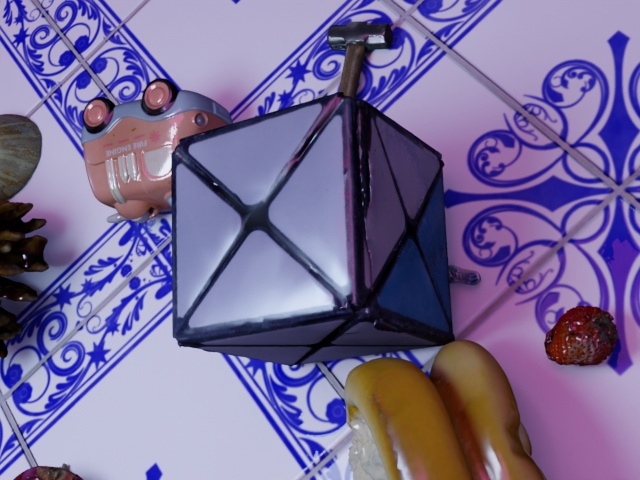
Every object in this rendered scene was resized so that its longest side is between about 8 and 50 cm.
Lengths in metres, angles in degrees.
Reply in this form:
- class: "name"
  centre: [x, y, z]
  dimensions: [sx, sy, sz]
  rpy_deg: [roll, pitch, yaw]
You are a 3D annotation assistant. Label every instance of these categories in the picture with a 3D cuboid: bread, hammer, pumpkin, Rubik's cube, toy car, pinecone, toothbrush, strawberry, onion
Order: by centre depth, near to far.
- class: "bread"
  centre: [0.164, 0.346, 1.045]
  dimensions: [0.245, 0.329, 0.424]
  rpy_deg: [-6, 59, -23]
- class: "strawberry"
  centre: [0.346, 0.132, 1.109]
  dimensions: [0.096, 0.083, 0.083]
  rpy_deg: [-15, 64, 32]
- class: "Rubik's cube"
  centre: [0.000, 0.000, 1.160]
  dimensions: [0.310, 0.305, 0.307]
  rpy_deg: [-11, 72, 30]
- class: "toothbrush"
  centre: [0.067, 0.028, 1.308]
  dimensions: [0.386, 0.040, 0.040]
  rpy_deg: [11, 74, 31]
- class: "onion"
  centre: [-0.424, 0.413, 1.337]
  dimensions: [0.150, 0.140, 0.150]
  rpy_deg: [0, 106, 0]
- class: "hammer"
  centre: [0.040, -0.204, 1.410]
  dimensions: [0.111, 0.043, 0.366]
  rpy_deg: [4, 74, 24]
- class: "pinecone"
  centre: [-0.678, 0.067, 1.435]
  dimensions: [0.397, 0.398, 0.398]
  rpy_deg: [-9, 66, 21]
- class: "toy car"
  centre: [-0.283, -0.142, 1.455]
  dimensions: [0.270, 0.180, 0.213]
  rpy_deg: [-12, 76, 20]
- class: "pumpkin"
  centre: [-0.682, -0.178, 1.686]
  dimensions: [0.217, 0.110, 0.218]
  rpy_deg: [-6, 72, 18]
